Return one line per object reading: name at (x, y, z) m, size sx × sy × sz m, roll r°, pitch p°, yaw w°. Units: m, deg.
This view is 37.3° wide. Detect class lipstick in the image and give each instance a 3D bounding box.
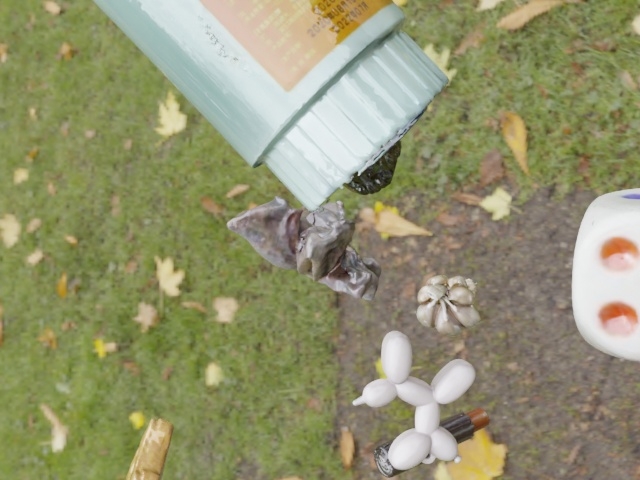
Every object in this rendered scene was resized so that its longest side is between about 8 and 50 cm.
lipstick at (0.256, 0.445, 2.126) m, size 0.081 × 0.299 × 0.081 m, roll 39°, pitch 138°, yaw 47°

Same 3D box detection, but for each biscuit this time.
biscuit at (-0.136, 0.213, 0.672) m, size 0.133 × 0.027 × 0.184 m, roll -84°, pitch 10°, yaw -50°

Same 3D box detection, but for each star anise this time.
star anise at (-0.001, 0.000, 1.251) m, size 0.198 × 0.257 × 0.111 m, roll 34°, pitch 99°, yaw 22°

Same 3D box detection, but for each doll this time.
doll at (0.125, 0.214, 1.208) m, size 0.160 × 0.161 × 0.059 m, roll -65°, pitch 7°, yaw -1°

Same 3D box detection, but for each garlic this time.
garlic at (0.255, 0.127, 1.902) m, size 0.131 × 0.194 × 0.127 m, roll 6°, pitch 83°, yaw 16°

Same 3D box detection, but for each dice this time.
dice at (0.635, 0.054, 1.680) m, size 0.304 × 0.304 × 0.277 m, roll 5°, pitch 101°, yaw 33°

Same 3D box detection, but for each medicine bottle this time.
medicine bottle at (-0.062, -0.178, 0.682) m, size 0.318 × 0.158 × 0.158 m, roll 47°, pitch 126°, yaw -1°

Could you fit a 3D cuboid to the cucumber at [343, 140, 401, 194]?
cucumber at (-0.049, -0.147, 0.835) m, size 0.072 × 0.300 × 0.072 m, roll -41°, pitch 27°, yaw 26°
